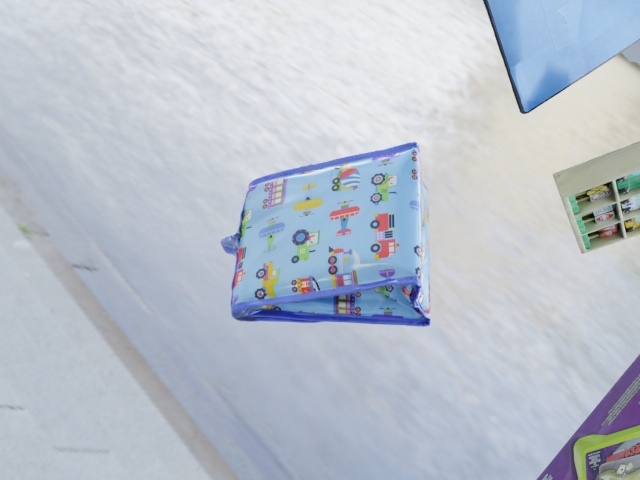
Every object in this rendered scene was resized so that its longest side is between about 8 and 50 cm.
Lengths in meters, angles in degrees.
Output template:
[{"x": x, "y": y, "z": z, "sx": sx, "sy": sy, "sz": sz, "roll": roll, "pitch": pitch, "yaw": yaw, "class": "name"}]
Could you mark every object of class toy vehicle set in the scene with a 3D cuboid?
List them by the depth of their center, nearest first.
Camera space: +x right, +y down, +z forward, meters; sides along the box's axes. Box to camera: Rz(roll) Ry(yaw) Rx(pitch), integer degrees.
[{"x": 0.415, "y": -0.059, "z": 1.173, "sx": 0.267, "sy": 0.166, "sz": 0.035, "roll": 37, "pitch": 35, "yaw": -62, "class": "toy vehicle set"}]

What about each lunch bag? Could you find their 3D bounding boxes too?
[{"x": 0.000, "y": 0.000, "z": 1.205, "sx": 0.138, "sy": 0.293, "sz": 0.220, "roll": 68, "pitch": 22, "yaw": -57, "class": "lunch bag"}]

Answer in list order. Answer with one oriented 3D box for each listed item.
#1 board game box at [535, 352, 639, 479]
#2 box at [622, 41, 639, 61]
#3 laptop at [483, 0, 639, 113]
[{"x": 0.311, "y": 0.198, "z": 0.732, "sx": 0.056, "sy": 0.346, "sz": 0.208, "roll": 32, "pitch": 10, "yaw": -25, "class": "board game box"}, {"x": 0.608, "y": -0.395, "z": 1.619, "sx": 0.102, "sy": 0.087, "sz": 0.101, "roll": 35, "pitch": -2, "yaw": -26, "class": "box"}, {"x": 0.385, "y": -0.350, "z": 0.879, "sx": 0.408, "sy": 0.236, "sz": 0.382, "roll": 5, "pitch": -41, "yaw": 37, "class": "laptop"}]
